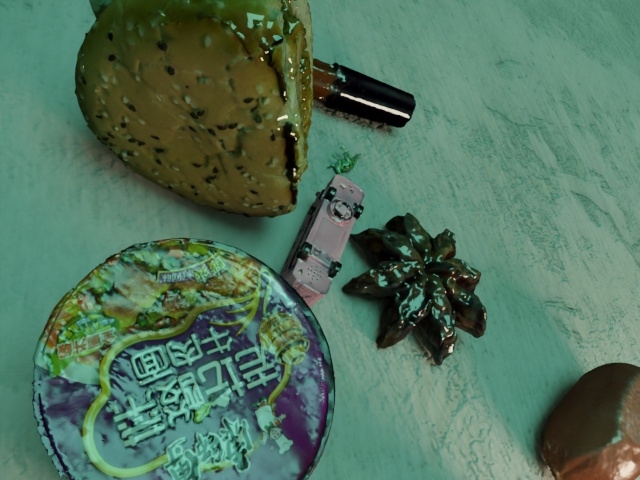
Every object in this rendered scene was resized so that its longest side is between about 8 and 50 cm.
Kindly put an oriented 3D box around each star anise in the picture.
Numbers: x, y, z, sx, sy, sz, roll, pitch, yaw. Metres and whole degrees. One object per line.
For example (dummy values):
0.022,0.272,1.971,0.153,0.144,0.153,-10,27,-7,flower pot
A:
0.159,0.057,0.814,0.235,0.109,0.223,21,49,-17,star anise

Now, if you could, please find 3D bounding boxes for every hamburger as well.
-0.138,-0.182,0.655,0.276,0.318,0.195,8,55,10,hamburger

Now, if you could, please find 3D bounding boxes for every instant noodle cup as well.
-0.138,0.149,0.513,0.251,0.190,0.251,15,55,-23,instant noodle cup

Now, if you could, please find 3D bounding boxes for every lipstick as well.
-0.027,-0.278,0.918,0.418,0.077,0.077,12,57,-24,lipstick

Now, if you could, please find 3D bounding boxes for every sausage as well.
0.446,0.280,0.834,0.148,0.148,0.254,52,47,6,sausage

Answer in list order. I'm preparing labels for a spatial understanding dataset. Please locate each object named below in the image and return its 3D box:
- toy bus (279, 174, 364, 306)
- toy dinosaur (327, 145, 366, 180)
0.000,0.000,0.755,0.063,0.090,0.203,32,51,-12,toy bus
0.049,-0.126,0.907,0.083,0.021,0.062,1,69,-27,toy dinosaur
